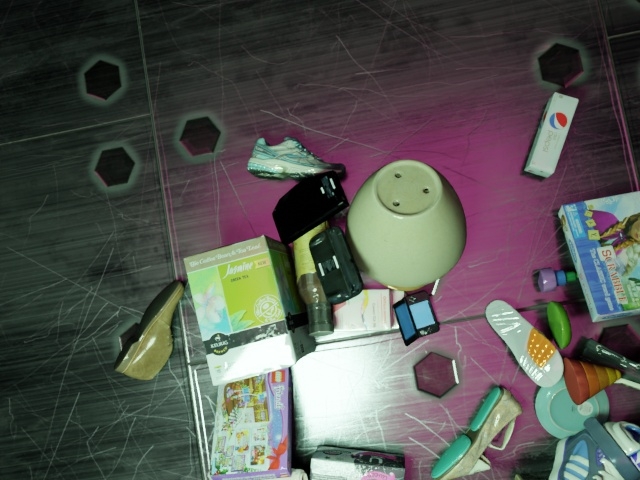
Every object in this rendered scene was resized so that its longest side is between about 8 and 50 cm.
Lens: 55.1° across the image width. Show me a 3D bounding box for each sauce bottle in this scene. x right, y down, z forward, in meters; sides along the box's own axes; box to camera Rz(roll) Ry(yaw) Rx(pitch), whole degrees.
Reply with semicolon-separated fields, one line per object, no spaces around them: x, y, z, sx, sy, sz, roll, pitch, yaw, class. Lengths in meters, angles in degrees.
-0.016;0.087;1.674;0.111;0.111;0.344;-7;70;6;sauce bottle

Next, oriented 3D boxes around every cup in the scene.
0.219;-0.075;1.580;0.331;0.237;0.331;-3;63;6;cup

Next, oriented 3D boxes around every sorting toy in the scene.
0.673;0.233;1.588;0.126;0.127;0.365;-10;64;6;sorting toy

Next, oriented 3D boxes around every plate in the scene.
0.670;0.445;1.630;0.188;0.024;0.188;1;95;10;plate

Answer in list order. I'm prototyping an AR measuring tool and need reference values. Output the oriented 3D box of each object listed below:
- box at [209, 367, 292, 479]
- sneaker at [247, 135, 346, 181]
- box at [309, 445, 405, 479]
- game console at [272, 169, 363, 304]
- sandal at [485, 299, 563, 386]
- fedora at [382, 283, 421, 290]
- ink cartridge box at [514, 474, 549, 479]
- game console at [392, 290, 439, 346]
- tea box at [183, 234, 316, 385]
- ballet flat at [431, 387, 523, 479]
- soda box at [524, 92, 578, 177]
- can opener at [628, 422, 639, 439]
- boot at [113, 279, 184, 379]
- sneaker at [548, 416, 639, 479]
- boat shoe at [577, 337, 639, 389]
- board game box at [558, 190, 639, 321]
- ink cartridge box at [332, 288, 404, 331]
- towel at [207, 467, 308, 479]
-0.179;0.489;1.640;0.201;0.057;0.293;-7;46;6;box
-0.065;-0.236;1.743;0.283;0.110;0.122;7;83;7;sneaker
0.097;0.652;1.635;0.247;0.142;0.163;4;86;6;box
0.000;0.000;1.599;0.213;0.044;0.361;-32;62;24;game console
0.555;0.268;1.650;0.102;0.076;0.265;-43;61;17;sandal
0.223;0.064;1.688;0.194;0.079;0.194;-3;64;6;fedora
0.596;0.754;1.598;0.193;0.088;0.234;8;85;8;ink cartridge box
0.263;0.213;1.680;0.107;0.071;0.122;-18;92;5;game console
-0.173;0.176;1.609;0.220;0.329;0.323;-16;84;6;tea box
0.427;0.541;1.629;0.106;0.107;0.316;38;92;1;ballet flat
0.632;-0.288;1.682;0.069;0.074;0.216;19;88;8;soda box
0.786;0.617;1.606;0.093;0.074;0.280;23;90;-27;can opener
-0.463;0.259;1.769;0.115;0.112;0.305;33;85;-22;boot
0.685;0.566;1.465;0.130;0.323;0.236;48;127;-9;sneaker
0.843;0.336;1.580;0.340;0.127;0.113;14;84;24;boat shoe
0.826;0.029;1.593;0.318;0.066;0.318;-11;66;5;board game box
0.135;0.193;1.704;0.198;0.067;0.115;-3;84;6;ink cartridge box
-0.153;0.766;1.630;0.332;0.053;0.317;-13;84;33;towel
